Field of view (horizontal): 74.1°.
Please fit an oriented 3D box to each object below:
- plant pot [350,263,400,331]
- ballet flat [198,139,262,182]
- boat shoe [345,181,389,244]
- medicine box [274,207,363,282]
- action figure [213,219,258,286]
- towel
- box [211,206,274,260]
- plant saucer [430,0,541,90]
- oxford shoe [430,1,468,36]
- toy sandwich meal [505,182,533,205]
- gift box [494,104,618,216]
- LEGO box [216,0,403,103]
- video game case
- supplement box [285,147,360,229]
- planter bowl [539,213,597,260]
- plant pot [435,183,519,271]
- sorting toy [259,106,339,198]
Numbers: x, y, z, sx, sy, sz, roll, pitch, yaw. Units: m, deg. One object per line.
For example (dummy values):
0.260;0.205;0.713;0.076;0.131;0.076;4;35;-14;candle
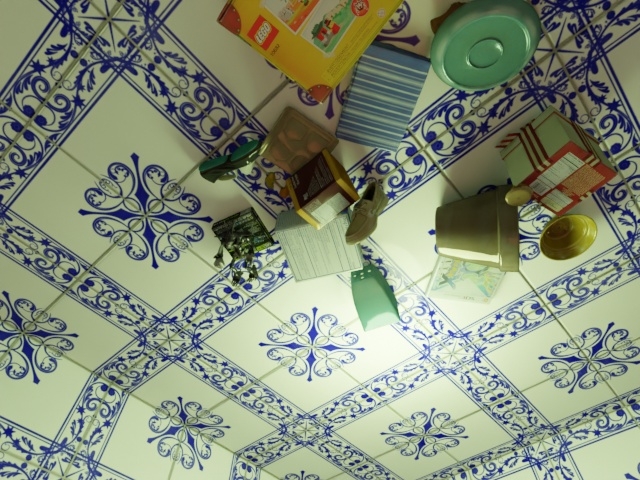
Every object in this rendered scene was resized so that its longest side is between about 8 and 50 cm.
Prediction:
0.220;0.235;1.828;0.165;0.166;0.234;-20;114;13;plant pot
-0.309;-0.278;1.534;0.280;0.095;0.096;-15;133;26;ballet flat
0.156;-0.101;1.537;0.109;0.302;0.098;-11;123;42;boat shoe
0.000;0.000;1.678;0.289;0.149;0.263;-13;122;9;medicine box
-0.328;0.059;1.674;0.164;0.141;0.276;-7;127;6;action figure
0.204;-0.479;1.437;0.243;0.040;0.336;12;125;-9;towel
-0.314;-0.023;1.729;0.190;0.045;0.184;-23;123;14;box
0.496;-0.573;1.284;0.317;0.044;0.317;3;149;2;plant saucer
0.433;-0.689;1.274;0.212;0.076;0.076;-25;88;9;oxford shoe
0.641;-0.148;1.374;0.085;0.029;0.085;7;136;7;toy sandwich meal
0.767;-0.267;1.438;0.255;0.258;0.276;30;132;-19;gift box
0.011;-0.710;1.185;0.372;0.193;0.500;34;117;-20;LEGO box
0.640;0.131;1.827;0.300;0.036;0.329;7;123;-5;video game case
0.004;-0.182;1.509;0.194;0.191;0.129;-36;134;16;supplement box
0.962;-0.031;1.686;0.217;0.090;0.217;0;123;0;planter bowl
0.580;-0.038;1.581;0.280;0.323;0.323;-3;125;21;plant pot
-0.109;-0.307;1.547;0.229;0.041;0.307;29;120;-22;sorting toy
